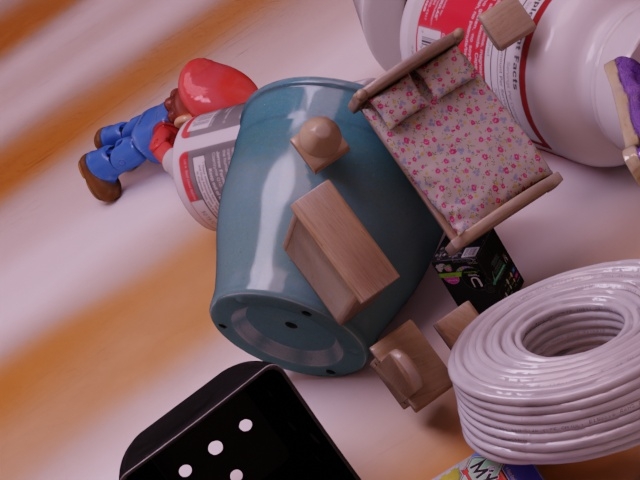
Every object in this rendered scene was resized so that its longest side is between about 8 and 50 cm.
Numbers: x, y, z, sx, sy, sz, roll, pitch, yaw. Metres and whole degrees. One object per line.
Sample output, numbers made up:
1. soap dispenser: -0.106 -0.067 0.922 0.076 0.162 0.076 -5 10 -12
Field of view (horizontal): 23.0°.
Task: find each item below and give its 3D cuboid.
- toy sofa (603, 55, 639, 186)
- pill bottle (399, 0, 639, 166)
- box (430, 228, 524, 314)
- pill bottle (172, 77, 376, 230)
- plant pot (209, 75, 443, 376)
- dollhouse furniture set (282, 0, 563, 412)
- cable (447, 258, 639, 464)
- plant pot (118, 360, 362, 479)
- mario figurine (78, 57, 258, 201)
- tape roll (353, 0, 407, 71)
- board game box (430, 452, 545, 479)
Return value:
1. toy sofa: 0.373 -0.085 1.431 0.150 0.177 0.362 -28 14 16
2. pill bottle: 0.285 -0.213 1.808 0.229 0.229 0.407 -40 30 -14
3. box: 0.170 0.034 1.691 0.062 0.083 0.052 -5 40 39
4. pill bottle: -0.037 -0.112 2.036 0.283 0.161 0.161 -11 35 32
5. plant pot: 0.000 0.000 1.747 0.271 0.271 0.255 -6 52 39
6. dollhouse furniture set: 0.150 -0.054 1.563 0.355 0.303 0.174 -34 -7 -10
7. cable: 0.243 0.109 1.442 0.257 0.089 0.257 -1 27 41
8. plant pot: -0.088 0.230 1.561 0.188 0.187 0.167 -37 16 -9
9. mario figurine: -0.203 -0.143 2.329 0.320 0.170 0.198 -22 65 38
10. tape roll: 0.164 -0.340 2.103 0.246 0.246 0.169 -28 30 8
11. board game box: 0.136 0.313 1.338 0.213 0.046 0.317 -32 29 1
